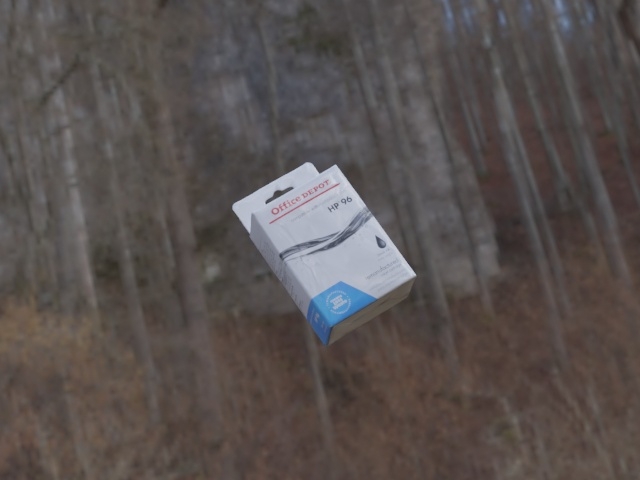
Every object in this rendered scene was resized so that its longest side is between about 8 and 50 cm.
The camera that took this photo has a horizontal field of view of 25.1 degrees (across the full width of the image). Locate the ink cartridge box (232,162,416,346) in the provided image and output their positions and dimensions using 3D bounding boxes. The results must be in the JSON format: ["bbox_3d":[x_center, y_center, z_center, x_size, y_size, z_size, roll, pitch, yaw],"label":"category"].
[{"bbox_3d":[0.000,0.000,0.664,0.048,0.083,0.028,-31,-18,-17],"label":"ink cartridge box"}]
